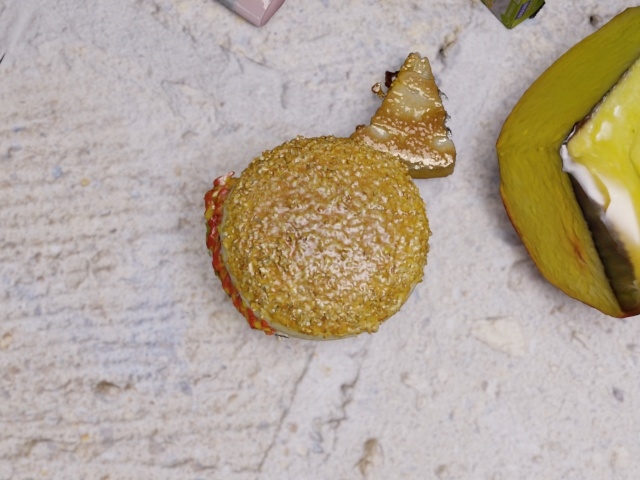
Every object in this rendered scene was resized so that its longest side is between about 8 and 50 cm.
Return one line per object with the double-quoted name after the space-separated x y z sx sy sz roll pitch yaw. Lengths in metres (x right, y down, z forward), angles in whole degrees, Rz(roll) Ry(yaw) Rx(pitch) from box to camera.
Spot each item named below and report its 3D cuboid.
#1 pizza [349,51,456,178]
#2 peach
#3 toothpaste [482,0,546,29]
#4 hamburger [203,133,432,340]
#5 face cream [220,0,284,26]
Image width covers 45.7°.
0.123 -0.182 1.099 0.154 0.069 0.194 8 73 1 "pizza"
0.406 -0.092 0.998 0.306 0.242 0.380 38 79 -12 "peach"
0.218 -0.471 1.133 0.077 0.110 0.327 -39 82 -5 "toothpaste"
0.000 0.000 1.004 0.294 0.179 0.276 -15 79 -3 "hamburger"
-0.145 -0.407 1.143 0.198 0.057 0.084 35 81 7 "face cream"
